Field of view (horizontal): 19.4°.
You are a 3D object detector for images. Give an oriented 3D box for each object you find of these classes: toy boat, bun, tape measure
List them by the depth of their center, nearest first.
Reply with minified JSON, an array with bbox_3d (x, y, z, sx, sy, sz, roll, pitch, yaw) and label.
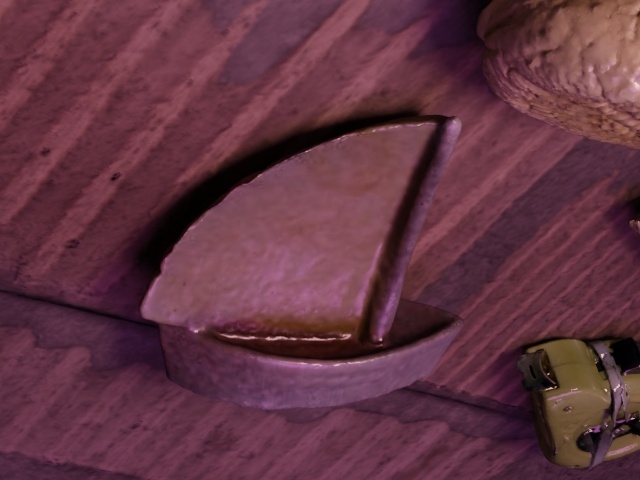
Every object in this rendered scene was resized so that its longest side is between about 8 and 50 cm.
[{"bbox_3d":[0.223,-0.147,1.391,0.220,0.134,0.220,16,175,1],"label":"bun"},{"bbox_3d":[-0.017,0.024,1.560,0.276,0.111,0.293,-12,129,-6],"label":"toy boat"},{"bbox_3d":[0.276,0.161,1.841,0.154,0.087,0.177,-17,144,-2],"label":"tape measure"}]

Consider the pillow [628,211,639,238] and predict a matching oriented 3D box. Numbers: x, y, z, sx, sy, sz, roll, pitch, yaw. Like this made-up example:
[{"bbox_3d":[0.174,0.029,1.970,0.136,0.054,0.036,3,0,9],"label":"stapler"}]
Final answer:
[{"bbox_3d":[0.360,-0.001,1.700,0.119,0.053,0.208,-31,141,10],"label":"pillow"}]
